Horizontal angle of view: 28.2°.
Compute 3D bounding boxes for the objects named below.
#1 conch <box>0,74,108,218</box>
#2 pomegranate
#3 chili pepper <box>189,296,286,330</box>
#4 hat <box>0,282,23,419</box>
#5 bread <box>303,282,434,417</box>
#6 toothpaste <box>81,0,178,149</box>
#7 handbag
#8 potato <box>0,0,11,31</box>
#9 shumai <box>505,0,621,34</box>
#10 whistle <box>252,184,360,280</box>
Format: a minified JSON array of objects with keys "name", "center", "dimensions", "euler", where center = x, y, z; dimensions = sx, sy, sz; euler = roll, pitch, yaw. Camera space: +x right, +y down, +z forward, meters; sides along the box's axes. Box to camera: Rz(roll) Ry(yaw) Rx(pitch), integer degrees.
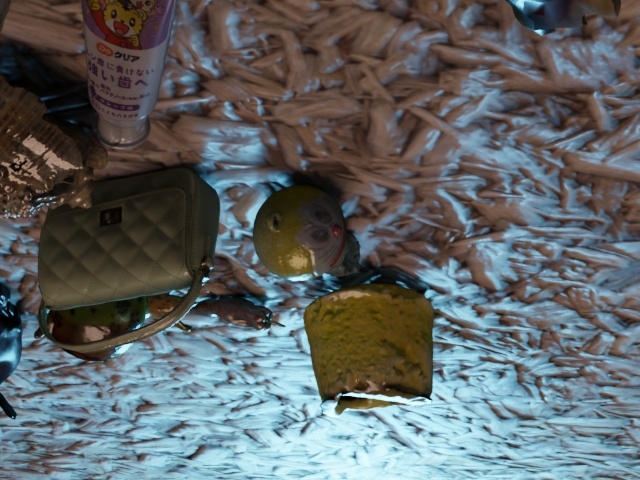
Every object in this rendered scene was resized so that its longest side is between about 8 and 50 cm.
[{"name":"conch","center":[-0.337,-0.113,1.424],"dimensions":[0.178,0.163,0.245],"euler":[-20,126,35]},{"name":"pomegranate","center":[-0.286,0.104,1.797],"dimensions":[0.220,0.156,0.156],"euler":[15,150,-20]},{"name":"chili pepper","center":[-0.123,0.106,1.878],"dimensions":[0.153,0.041,0.050],"euler":[12,135,24]},{"name":"hat","center":[-0.603,0.194,1.962],"dimensions":[0.336,0.209,0.238],"euler":[-13,149,34]},{"name":"bread","center":[0.070,0.151,1.792],"dimensions":[0.197,0.170,0.197],"euler":[-4,160,-1]},{"name":"toothpaste","center":[-0.198,-0.207,1.300],"dimensions":[0.114,0.073,0.299],"euler":[20,146,3]},{"name":"handbag","center":[-0.245,0.028,1.573],"dimensions":[0.256,0.219,0.079],"euler":[-10,150,25]},{"name":"potato","center":[-0.323,-0.244,1.196],"dimensions":[0.061,0.122,0.086],"euler":[8,148,5]},{"name":"shumai","center":[0.112,-0.260,0.910],"dimensions":[0.346,0.283,0.217],"euler":[19,147,-27]},{"name":"whistle","center":[0.000,0.000,1.595],"dimensions":[0.123,0.123,0.223],"euler":[-11,161,29]}]
